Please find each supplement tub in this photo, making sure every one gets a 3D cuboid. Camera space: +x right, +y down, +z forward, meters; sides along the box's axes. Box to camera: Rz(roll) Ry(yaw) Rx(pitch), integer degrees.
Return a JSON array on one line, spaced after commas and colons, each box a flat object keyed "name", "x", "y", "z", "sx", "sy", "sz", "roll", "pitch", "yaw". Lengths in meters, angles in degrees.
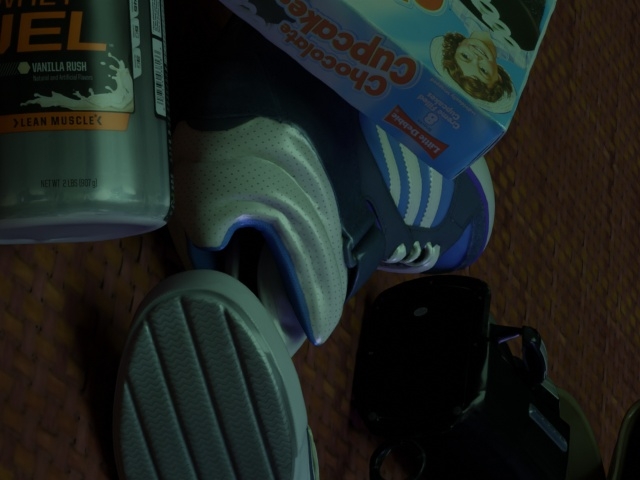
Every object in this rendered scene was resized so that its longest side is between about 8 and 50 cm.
[{"name": "supplement tub", "x": -0.135, "y": -0.097, "z": 0.955, "sx": 0.117, "sy": 0.117, "sz": 0.190, "roll": 6, "pitch": 78, "yaw": -64}]

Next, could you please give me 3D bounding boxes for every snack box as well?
[{"name": "snack box", "x": -0.009, "y": -0.196, "z": 1.117, "sx": 0.322, "sy": 0.060, "sz": 0.187, "roll": 37, "pitch": 41, "yaw": -11}]

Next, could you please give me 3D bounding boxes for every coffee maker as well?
[{"name": "coffee maker", "x": 0.100, "y": 0.137, "z": 1.418, "sx": 0.171, "sy": 0.120, "sz": 0.178, "roll": -60, "pitch": 141, "yaw": -16}]

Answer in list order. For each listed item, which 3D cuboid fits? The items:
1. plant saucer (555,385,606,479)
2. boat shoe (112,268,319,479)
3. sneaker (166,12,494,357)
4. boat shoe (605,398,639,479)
[{"name": "plant saucer", "x": 0.192, "y": 0.263, "z": 1.639, "sx": 0.278, "sy": 0.041, "sz": 0.278, "roll": 26, "pitch": 60, "yaw": -60}, {"name": "boat shoe", "x": -0.051, "y": 0.145, "z": 1.117, "sx": 0.094, "sy": 0.109, "sz": 0.302, "roll": -79, "pitch": 162, "yaw": -63}, {"name": "sneaker", "x": 0.000, "y": 0.000, "z": 1.223, "sx": 0.323, "sy": 0.130, "sz": 0.236, "roll": 56, "pitch": 45, "yaw": -49}, {"name": "boat shoe", "x": 0.282, "y": 0.272, "z": 1.659, "sx": 0.341, "sy": 0.121, "sz": 0.110, "roll": -76, "pitch": 145, "yaw": -55}]
